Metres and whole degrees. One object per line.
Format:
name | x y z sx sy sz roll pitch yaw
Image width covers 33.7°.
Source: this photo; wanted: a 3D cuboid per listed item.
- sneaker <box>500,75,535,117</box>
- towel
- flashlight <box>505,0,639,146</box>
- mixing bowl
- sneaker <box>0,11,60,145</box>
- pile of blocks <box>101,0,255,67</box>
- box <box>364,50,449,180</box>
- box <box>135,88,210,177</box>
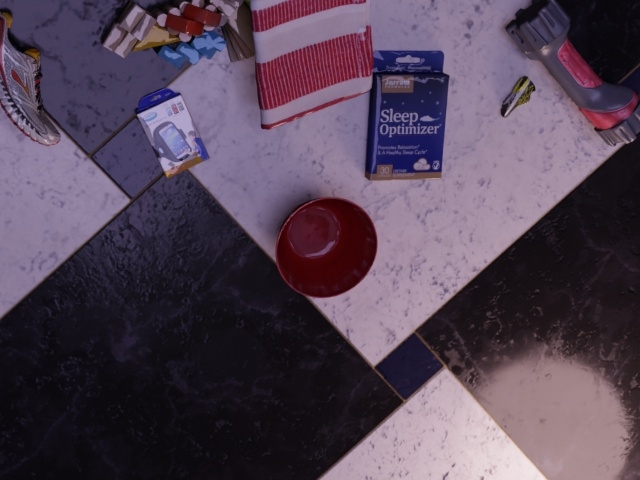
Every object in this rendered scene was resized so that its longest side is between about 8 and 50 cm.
sneaker | 0.356 -0.252 1.891 0.035 0.031 0.083 32 97 -23
towel | -0.010 -0.358 1.673 0.237 0.037 0.329 -25 126 -33
flashlight | 0.466 -0.302 1.871 0.304 0.103 0.103 46 65 -23
mixing bowl | 0.000 0.000 1.838 0.181 0.098 0.181 -4 108 -14
sneaker | -0.462 -0.247 1.631 0.093 0.088 0.225 -29 113 -6
pile of blocks | -0.162 -0.340 1.671 0.362 0.112 0.149 -20 112 -8
box | 0.151 -0.217 1.844 0.136 0.036 0.225 -3 107 -15
box | -0.247 -0.181 1.746 0.081 0.028 0.136 -26 115 -6
